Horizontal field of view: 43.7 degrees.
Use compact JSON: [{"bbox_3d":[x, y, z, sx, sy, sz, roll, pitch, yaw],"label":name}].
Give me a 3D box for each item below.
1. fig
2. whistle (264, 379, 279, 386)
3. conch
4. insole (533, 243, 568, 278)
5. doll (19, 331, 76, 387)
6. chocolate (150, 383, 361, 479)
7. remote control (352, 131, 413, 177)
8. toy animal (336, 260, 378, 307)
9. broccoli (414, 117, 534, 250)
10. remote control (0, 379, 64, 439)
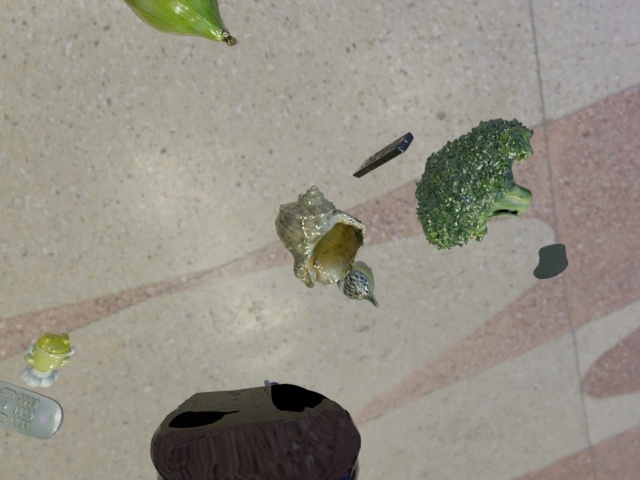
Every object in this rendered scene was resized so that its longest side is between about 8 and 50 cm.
[{"bbox_3d":[-0.314,-0.567,1.751,0.233,0.314,0.233,-24,134,-28],"label":"fig"},{"bbox_3d":[-0.069,0.236,1.219,0.029,0.033,0.083,-36,144,-9],"label":"whistle"},{"bbox_3d":[0.000,0.000,1.395,0.155,0.130,0.207,10,116,21],"label":"conch"},{"bbox_3d":[0.340,0.032,1.180,0.053,0.002,0.152,-12,157,12],"label":"insole"},{"bbox_3d":[-0.619,0.270,1.800,0.106,0.062,0.162,11,126,-35],"label":"doll"},{"bbox_3d":[-0.086,0.337,1.055,0.284,0.283,0.186,-3,113,-18],"label":"chocolate"},{"bbox_3d":[0.148,-0.203,1.923,0.025,0.063,0.245,40,158,-11],"label":"remote control"},{"bbox_3d":[0.091,0.116,2.021,0.098,0.137,0.098,-13,150,-8],"label":"toy animal"},{"bbox_3d":[0.386,-0.152,2.010,0.302,0.249,0.375,-9,132,-56],"label":"broccoli"},{"bbox_3d":[-0.536,0.291,1.398,0.229,0.073,0.044,10,170,26],"label":"remote control"}]
